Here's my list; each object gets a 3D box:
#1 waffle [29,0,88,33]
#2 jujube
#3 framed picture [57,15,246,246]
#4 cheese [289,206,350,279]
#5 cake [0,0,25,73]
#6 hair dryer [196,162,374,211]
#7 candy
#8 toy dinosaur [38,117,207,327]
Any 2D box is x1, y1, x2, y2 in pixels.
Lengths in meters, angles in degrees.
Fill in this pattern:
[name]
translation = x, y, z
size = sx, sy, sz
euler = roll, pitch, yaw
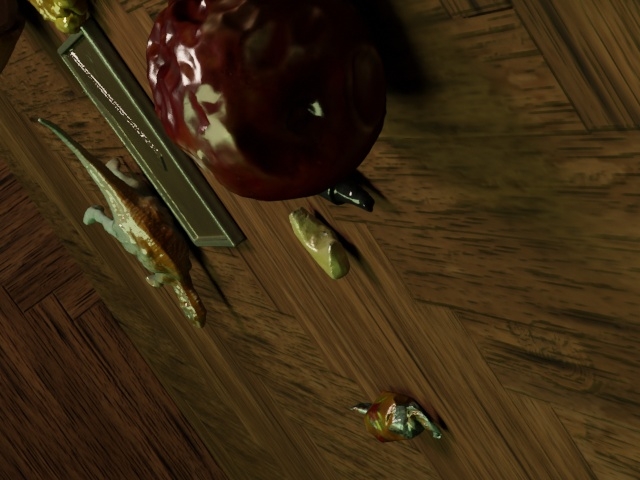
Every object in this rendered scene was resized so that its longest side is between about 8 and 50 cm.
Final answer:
[waffle]
translation = -0.352, -0.360, 1.684
size = 0.301, 0.058, 0.281
euler = 51, 168, 7
[jujube]
translation = -0.045, -0.112, 1.063
size = 0.155, 0.155, 0.230
euler = 59, 167, -21
[framed picture]
translation = -0.211, -0.121, 1.882
size = 0.315, 0.024, 0.232
euler = 55, 167, -10
[cheese]
translation = 0.000, 0.000, 1.446
size = 0.083, 0.030, 0.044
euler = 49, 174, 43
[cake]
translation = -0.487, -0.314, 2.016
size = 0.185, 0.207, 0.178
euler = -84, 9, -56
[hair dryer]
translation = -0.041, -0.093, 1.317
size = 0.255, 0.070, 0.128
euler = 31, 154, 42
[candy]
translation = 0.076, 0.188, 1.632
size = 0.053, 0.046, 0.182
euler = 53, 165, -7
[toy dinosaur]
translation = -0.268, -0.045, 2.121
size = 0.205, 0.092, 0.393
euler = 40, 160, 44
